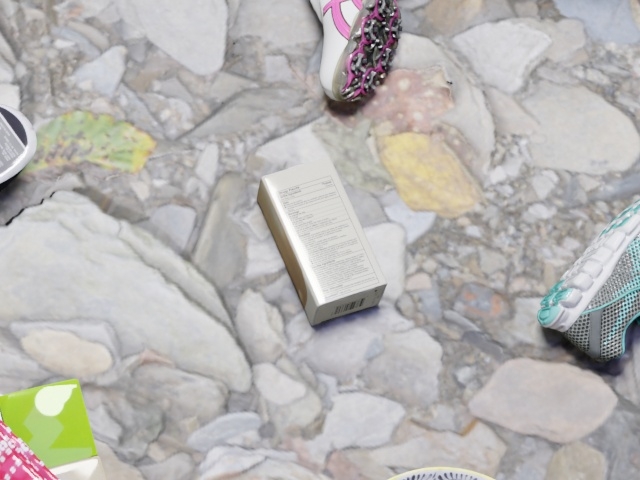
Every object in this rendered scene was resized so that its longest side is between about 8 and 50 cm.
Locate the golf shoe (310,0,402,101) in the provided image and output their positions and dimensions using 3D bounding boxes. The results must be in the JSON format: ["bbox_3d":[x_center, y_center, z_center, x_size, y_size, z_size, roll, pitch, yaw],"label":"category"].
[{"bbox_3d":[0.023,-0.192,1.552,0.086,0.067,0.186,3,63,24],"label":"golf shoe"}]

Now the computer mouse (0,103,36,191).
[{"bbox_3d":[-0.295,-0.032,1.429,0.193,0.042,0.106,-31,68,-15],"label":"computer mouse"}]

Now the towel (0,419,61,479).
[{"bbox_3d":[-0.183,0.225,1.049,0.275,0.031,0.199,43,71,5],"label":"towel"}]

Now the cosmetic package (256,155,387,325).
[{"bbox_3d":[0.000,0.000,1.461,0.060,0.041,0.115,-16,68,-16],"label":"cosmetic package"}]

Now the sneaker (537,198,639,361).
[{"bbox_3d":[0.239,0.028,1.486,0.076,0.065,0.166,46,68,-5],"label":"sneaker"}]

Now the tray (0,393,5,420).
[{"bbox_3d":[-0.336,0.121,1.326,0.270,0.030,0.145,18,28,-1],"label":"tray"}]

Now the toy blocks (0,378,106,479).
[{"bbox_3d":[-0.151,0.306,1.183,0.191,0.261,0.381,-13,74,-15],"label":"toy blocks"}]

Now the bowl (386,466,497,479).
[{"bbox_3d":[0.082,0.250,1.334,0.170,0.080,0.170,4,64,-7],"label":"bowl"}]
